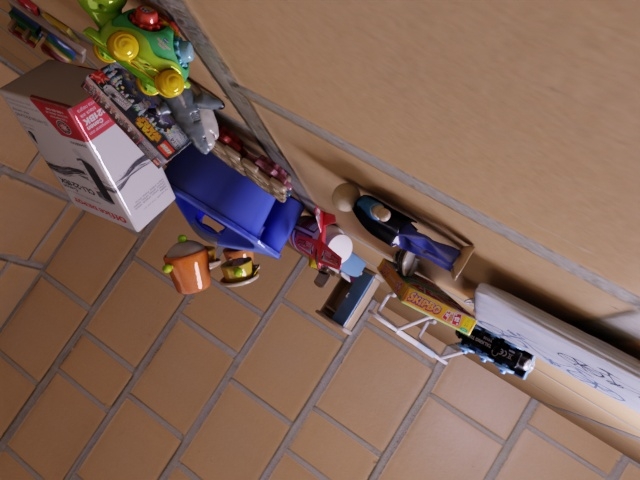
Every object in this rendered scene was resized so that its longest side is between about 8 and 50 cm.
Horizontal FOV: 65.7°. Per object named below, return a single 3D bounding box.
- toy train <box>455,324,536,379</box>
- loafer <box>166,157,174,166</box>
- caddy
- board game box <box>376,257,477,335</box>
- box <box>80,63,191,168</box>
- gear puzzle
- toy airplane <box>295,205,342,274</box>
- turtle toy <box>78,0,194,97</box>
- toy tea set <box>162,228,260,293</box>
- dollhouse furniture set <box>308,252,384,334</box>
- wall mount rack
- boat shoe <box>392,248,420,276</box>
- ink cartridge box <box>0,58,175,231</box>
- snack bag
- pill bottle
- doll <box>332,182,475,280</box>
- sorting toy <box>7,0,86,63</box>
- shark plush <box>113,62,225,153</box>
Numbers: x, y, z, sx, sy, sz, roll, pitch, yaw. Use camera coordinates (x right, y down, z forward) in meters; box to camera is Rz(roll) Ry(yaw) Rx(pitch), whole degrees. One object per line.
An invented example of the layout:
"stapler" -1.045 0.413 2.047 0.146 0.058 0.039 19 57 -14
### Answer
"toy train" 0.387 0.239 1.094 0.105 0.080 0.184 25 179 -42
"loafer" -0.331 -0.191 1.261 0.267 0.096 0.084 33 169 20
"caddy" -0.205 -0.077 1.077 0.341 0.179 0.241 29 173 32
"board game box" 0.177 0.090 0.886 0.124 0.039 0.259 27 -176 -6
"box" -0.229 -0.174 0.655 0.027 0.094 0.137 -25 113 41
"gear puzzle" -0.182 -0.179 0.793 0.339 0.044 0.175 35 176 -2
"toy airplane" 0.000 -0.002 0.986 0.028 0.151 0.151 -17 -152 -34
"turtle toy" -0.172 -0.190 0.462 0.130 0.066 0.095 37 173 -37
"toy tea set" -0.246 0.015 1.168 0.336 0.200 0.124 -113 13 -75
"dollhouse furniture set" -0.015 0.099 1.473 0.286 0.198 0.303 26 171 47
"wall mount rack" 0.337 0.288 1.602 0.350 0.130 0.304 34 178 -20
"boat shoe" 0.137 0.032 0.821 0.038 0.046 0.125 26 -179 19
"ink cartridge box" -0.411 -0.167 0.906 0.197 0.114 0.273 19 143 26
"snack bag" 0.361 0.158 0.707 0.323 0.037 0.342 29 174 24
"pill bottle" 0.000 0.000 1.084 0.086 0.086 0.152 36 174 -35
"doll" 0.095 -0.014 0.623 0.189 0.046 0.129 31 173 14
"sorting toy" -0.495 -0.361 0.888 0.132 0.046 0.274 35 174 -28
"shark plush" -0.193 -0.183 0.635 0.161 0.067 0.073 37 173 -38
